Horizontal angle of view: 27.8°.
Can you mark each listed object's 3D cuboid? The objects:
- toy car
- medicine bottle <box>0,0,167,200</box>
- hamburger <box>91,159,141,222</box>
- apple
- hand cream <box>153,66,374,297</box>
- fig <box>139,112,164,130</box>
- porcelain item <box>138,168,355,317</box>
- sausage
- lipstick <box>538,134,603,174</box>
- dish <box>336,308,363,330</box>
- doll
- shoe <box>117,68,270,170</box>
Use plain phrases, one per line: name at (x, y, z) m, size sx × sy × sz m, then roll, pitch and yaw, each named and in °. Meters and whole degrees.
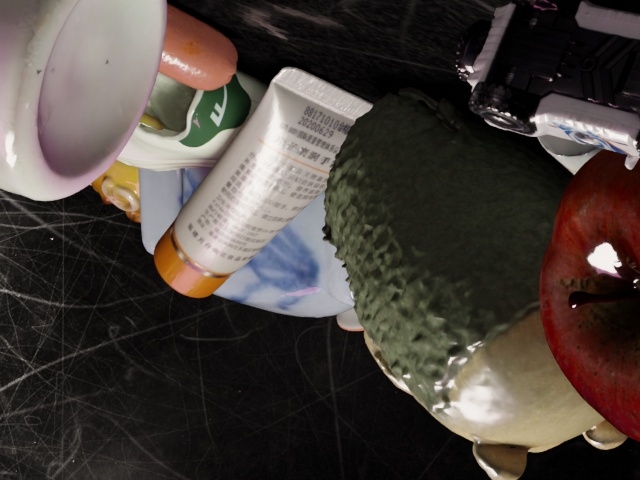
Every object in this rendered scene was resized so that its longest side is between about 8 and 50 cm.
toy car at (0.150, -0.085, 0.687) m, size 0.171 × 0.080 × 0.070 m, roll 20°, pitch 176°, yaw 36°
medicine bottle at (-0.334, -0.190, 1.008) m, size 0.388 × 0.219 × 0.219 m, roll 20°, pitch 176°, yaw 15°
hamburger at (-0.250, -0.116, 1.959) m, size 0.303 × 0.186 × 0.261 m, roll 23°, pitch 177°, yaw 30°
apple at (0.251, 0.028, 0.804) m, size 0.234 × 0.234 × 0.234 m, roll 22°, pitch 177°, yaw 1°
hand cream at (-0.067, -0.057, 1.331) m, size 0.140 × 0.089 × 0.314 m, roll 24°, pitch 134°, yaw -29°
fig at (-0.257, -0.174, 1.264) m, size 0.257 × 0.159 × 0.159 m, roll 32°, pitch 172°, yaw -33°
porcelain item at (-0.052, -0.030, 1.536) m, size 0.178 × 0.242 × 0.405 m, roll -9°, pitch -166°, yaw -38°
sausage at (-0.146, -0.186, 1.178) m, size 0.154 × 0.062 × 0.062 m, roll 25°, pitch 176°, yaw -29°
lipstick at (0.234, -0.046, 0.955) m, size 0.059 × 0.059 × 0.264 m, roll 20°, pitch 175°, yaw 35°
dish at (0.117, 0.008, 1.615) m, size 0.085 × 0.260 × 0.260 m, roll 60°, pitch 167°, yaw -12°
doll at (0.125, 0.029, 1.067) m, size 0.247 × 0.247 × 0.349 m, roll 26°, pitch -158°, yaw -47°
shoe at (-0.195, -0.157, 1.445) m, size 0.363 × 0.131 × 0.160 m, roll 14°, pitch 172°, yaw 42°
